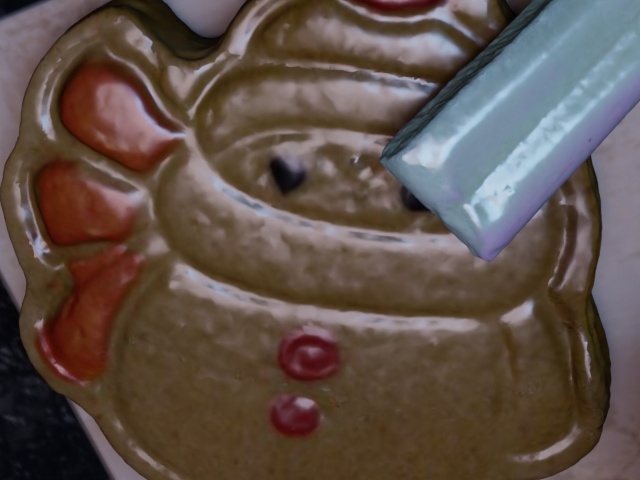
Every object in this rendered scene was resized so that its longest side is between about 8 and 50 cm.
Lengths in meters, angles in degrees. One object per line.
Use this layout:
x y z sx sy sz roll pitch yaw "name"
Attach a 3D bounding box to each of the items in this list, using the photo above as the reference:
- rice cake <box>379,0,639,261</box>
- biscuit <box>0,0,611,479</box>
0.132 -0.093 0.813 0.080 0.042 0.222 44 88 -16 "rice cake"
0.000 0.000 0.907 0.359 0.074 0.381 11 119 1 "biscuit"
